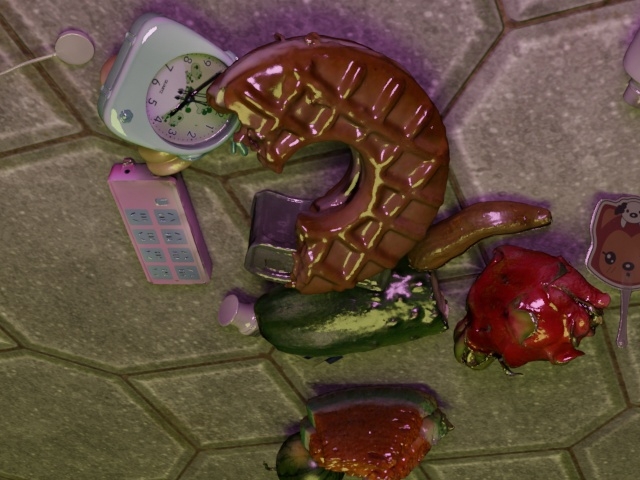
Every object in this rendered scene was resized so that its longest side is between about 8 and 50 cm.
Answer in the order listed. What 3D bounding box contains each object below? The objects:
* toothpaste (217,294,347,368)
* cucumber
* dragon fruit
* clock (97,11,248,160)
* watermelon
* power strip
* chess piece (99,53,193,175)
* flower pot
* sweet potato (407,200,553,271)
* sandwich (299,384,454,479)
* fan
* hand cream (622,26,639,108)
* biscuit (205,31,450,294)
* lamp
[{"bbox_3d":[-0.065,0.170,1.706,0.266,0.061,0.096,29,136,-35],"label":"toothpaste"},{"bbox_3d":[0.041,0.116,1.546,0.325,0.105,0.145,-10,137,11],"label":"cucumber"},{"bbox_3d":[0.317,0.130,1.471,0.200,0.198,0.269,34,134,21],"label":"dragon fruit"},{"bbox_3d":[-0.167,-0.181,1.219,0.211,0.066,0.159,24,100,-32],"label":"clock"},{"bbox_3d":[-0.035,0.470,2.001,0.187,0.140,0.141,-14,137,40],"label":"watermelon"},{"bbox_3d":[-0.249,-0.020,1.505,0.109,0.037,0.279,1,141,9],"label":"power strip"},{"bbox_3d":[-0.229,-0.179,1.278,0.094,0.094,0.170,-12,129,22],"label":"chess piece"},{"bbox_3d":[0.000,0.000,1.435,0.229,0.108,0.103,4,140,3],"label":"flower pot"},{"bbox_3d":[0.226,-0.015,1.419,0.233,0.062,0.081,-22,147,27],"label":"sweet potato"},{"bbox_3d":[0.086,0.369,1.816,0.292,0.212,0.109,6,128,23],"label":"sandwich"},{"bbox_3d":[0.441,0.046,1.366,0.132,0.220,0.009,4,-179,-6],"label":"fan"},{"bbox_3d":[0.436,-0.284,1.058,0.124,0.078,0.340,16,133,-10],"label":"hand cream"},{"bbox_3d":[0.029,-0.107,1.230,0.268,0.115,0.366,-22,126,-2],"label":"biscuit"},{"bbox_3d":[-0.393,-0.242,1.269,0.198,0.056,0.050,-16,136,11],"label":"lamp"}]
